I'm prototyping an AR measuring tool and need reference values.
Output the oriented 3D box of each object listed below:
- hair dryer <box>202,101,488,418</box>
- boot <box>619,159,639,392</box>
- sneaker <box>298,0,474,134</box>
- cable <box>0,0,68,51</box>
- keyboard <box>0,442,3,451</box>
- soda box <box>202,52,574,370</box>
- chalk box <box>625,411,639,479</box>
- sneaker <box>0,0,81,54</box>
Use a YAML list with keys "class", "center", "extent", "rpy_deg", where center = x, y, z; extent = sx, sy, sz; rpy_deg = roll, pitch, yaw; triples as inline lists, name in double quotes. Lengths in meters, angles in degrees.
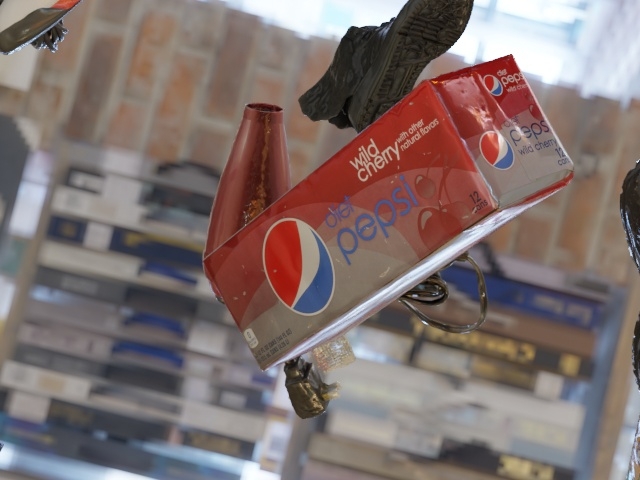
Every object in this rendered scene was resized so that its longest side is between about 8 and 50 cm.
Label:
- class: "hair dryer"
  center: [0.000, 0.000, 1.726]
  extent: [0.223, 0.293, 0.080]
  rpy_deg: [-32, -165, 4]
- class: "boot"
  center: [0.318, 0.101, 1.305]
  extent: [0.223, 0.118, 0.338]
  rpy_deg: [52, -7, 46]
- class: "sneaker"
  center: [0.046, -0.141, 1.359]
  extent: [0.170, 0.051, 0.089]
  rpy_deg: [-59, -145, 26]
- class: "cable"
  center: [-0.336, -0.286, 2.030]
  extent: [0.047, 0.184, 0.150]
  rpy_deg: [-29, 143, -35]
- class: "keyboard"
  center: [-0.210, 0.042, 0.699]
  extent: [0.108, 0.180, 0.023]
  rpy_deg: [49, 60, -45]
- class: "soda box"
  center: [0.038, -0.013, 1.178]
  extent: [0.083, 0.092, 0.263]
  rpy_deg: [-20, 169, -43]
- class: "chalk box"
  center: [0.394, 0.262, 1.560]
  extent: [0.179, 0.180, 0.289]
  rpy_deg: [89, -13, -51]
- class: "sneaker"
  center: [-0.204, -0.285, 1.487]
  extent: [0.270, 0.145, 0.090]
  rpy_deg: [-47, -165, -11]
